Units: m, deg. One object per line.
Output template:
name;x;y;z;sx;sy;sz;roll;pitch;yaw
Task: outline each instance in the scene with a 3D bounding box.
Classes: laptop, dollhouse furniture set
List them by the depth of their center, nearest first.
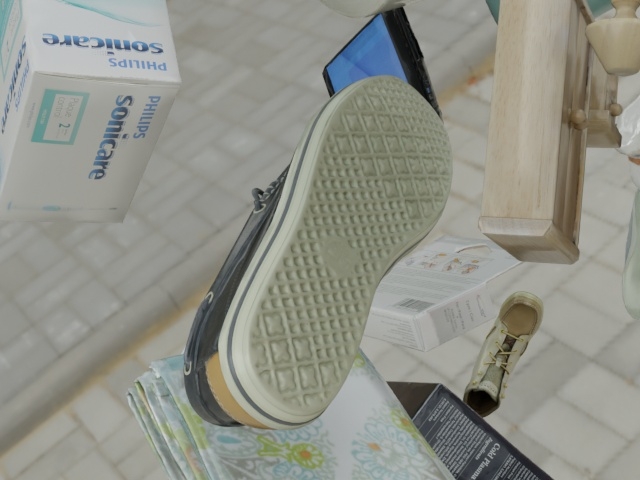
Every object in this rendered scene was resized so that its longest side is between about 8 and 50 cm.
dollhouse furniture set;0.295;-0.066;0.746;0.356;0.303;0.173;4;83;21
laptop;0.061;-0.229;1.554;0.137;0.264;0.234;-21;61;5

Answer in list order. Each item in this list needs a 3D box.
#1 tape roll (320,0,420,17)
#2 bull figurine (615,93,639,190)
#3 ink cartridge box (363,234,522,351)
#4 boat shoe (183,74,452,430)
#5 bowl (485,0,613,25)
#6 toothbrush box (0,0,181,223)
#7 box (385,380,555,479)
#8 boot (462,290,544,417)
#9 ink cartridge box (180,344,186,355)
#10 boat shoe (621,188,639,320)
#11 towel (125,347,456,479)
tape roll;0.018;-0.408;1.126;0.072;0.392;0.392;-20;31;-19
bull figurine;0.416;-0.043;1.191;0.188;0.310;0.101;-30;10;-8
ink cartridge box;0.186;0.079;1.916;0.261;0.066;0.296;-25;15;-23
boat shoe;0.000;0.000;1.261;0.156;0.187;0.500;-29;25;45
bowl;0.333;-0.417;1.569;0.163;0.311;0.311;-4;40;33
toothbrush box;-0.228;-0.192;1.066;0.126;0.216;0.295;0;59;-25
box;0.214;0.405;2.040;0.179;0.312;0.343;-52;6;-13
boot;0.315;0.202;2.071;0.077;0.213;0.165;27;46;5
ink cartridge box;-0.212;0.198;2.089;0.115;0.029;0.063;-57;35;29
boat shoe;0.532;0.020;1.922;0.079;0.081;0.227;5;83;15
towel;-0.034;0.272;1.573;0.375;0.090;0.320;-6;47;-34
